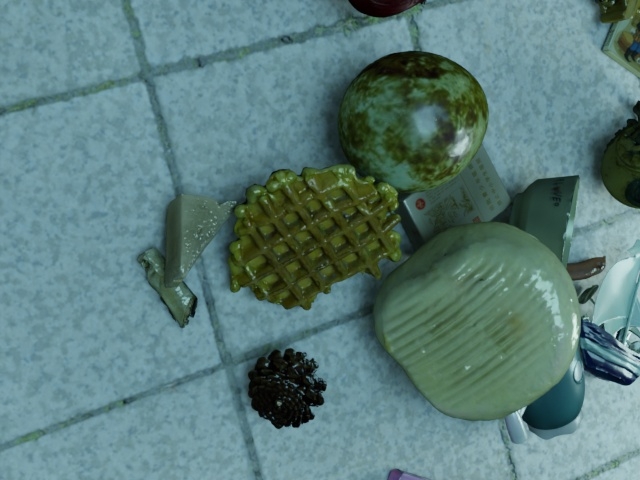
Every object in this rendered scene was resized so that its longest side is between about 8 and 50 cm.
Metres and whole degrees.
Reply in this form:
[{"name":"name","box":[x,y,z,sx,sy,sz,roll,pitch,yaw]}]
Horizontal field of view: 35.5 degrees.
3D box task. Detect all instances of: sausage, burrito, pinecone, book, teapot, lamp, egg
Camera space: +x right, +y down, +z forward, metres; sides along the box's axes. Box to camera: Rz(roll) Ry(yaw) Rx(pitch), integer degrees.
[{"name":"sausage","box":[0.490,0.056,1.974,0.177,0.040,0.047,-2,89,-25]},{"name":"burrito","box":[-0.246,0.077,1.629,0.149,0.055,0.041,58,41,-16]},{"name":"pinecone","box":[-0.054,0.246,1.694,0.121,0.140,0.140,-39,112,-52]},{"name":"book","box":[0.696,-0.455,2.038,0.202,0.027,0.264,27,83,-24]},{"name":"teapot","box":[0.632,-0.170,1.942,0.182,0.173,0.269,58,36,-55]},{"name":"lamp","box":[0.592,0.171,1.993,0.050,0.056,0.198,-44,92,-12]},{"name":"egg","box":[0.164,-0.206,1.697,0.289,0.238,0.238,-30,106,-37]}]

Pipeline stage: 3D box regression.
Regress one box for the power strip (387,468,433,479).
[{"name":"power strip","box":[0.228,0.516,1.889,0.279,0.037,0.109,22,84,-25]}]

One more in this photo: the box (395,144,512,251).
[{"name":"box","box":[0.241,-0.071,1.839,0.201,0.058,0.141,-37,108,-19]}]

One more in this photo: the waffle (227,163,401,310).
[{"name":"waffle","box":[-0.010,0.001,1.657,0.301,0.058,0.281,-10,127,-7]}]

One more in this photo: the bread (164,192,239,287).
[{"name":"bread","box":[-0.191,0.004,1.607,0.105,0.077,0.152,8,68,-24]}]

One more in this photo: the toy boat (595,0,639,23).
[{"name":"toy boat","box":[0.579,-0.578,1.939,0.115,0.089,0.310,8,90,-34]}]

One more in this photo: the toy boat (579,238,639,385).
[{"name":"toy boat","box":[0.601,0.152,1.953,0.291,0.070,0.210,-49,116,-27]}]

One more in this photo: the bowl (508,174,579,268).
[{"name":"bowl","box":[0.414,-0.025,1.869,0.112,0.211,0.211,8,91,18]}]

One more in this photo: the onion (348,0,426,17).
[{"name":"onion","box":[0.136,-0.498,1.677,0.281,0.281,0.221,-11,142,-24]}]

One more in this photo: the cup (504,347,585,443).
[{"name":"cup","box":[0.427,0.278,1.900,0.300,0.168,0.173,-44,121,-43]}]

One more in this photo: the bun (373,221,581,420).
[{"name":"bun","box":[0.273,0.137,1.755,0.361,0.213,0.360,4,106,13]}]

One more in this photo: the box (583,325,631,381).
[{"name":"box","box":[0.585,0.224,2.035,0.051,0.036,0.117,33,79,-23]}]
